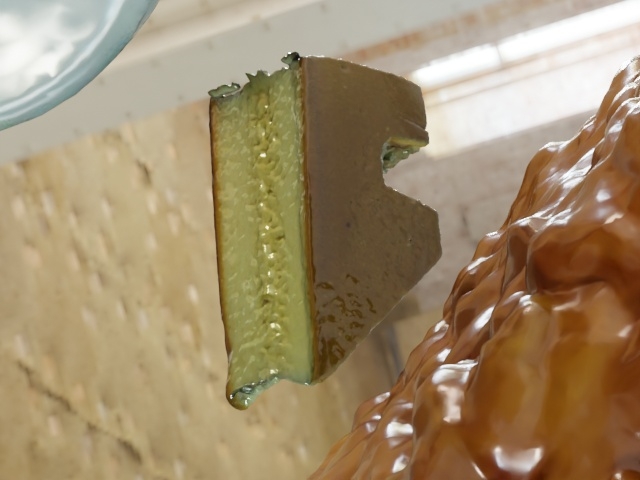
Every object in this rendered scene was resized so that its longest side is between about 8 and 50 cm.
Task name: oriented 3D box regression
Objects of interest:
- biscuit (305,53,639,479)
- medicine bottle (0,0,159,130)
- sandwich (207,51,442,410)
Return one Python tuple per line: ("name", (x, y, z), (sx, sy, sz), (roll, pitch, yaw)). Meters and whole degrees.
("biscuit", (0.100, 0.051, 0.658), (0.110, 0.312, 0.318), (35, -178, 1))
("medicine bottle", (-0.113, -0.126, 0.446), (0.168, 0.135, 0.135), (-112, -4, -48))
("sandwich", (0.000, 0.000, 1.057), (0.128, 0.122, 0.236), (14, -118, -31))
